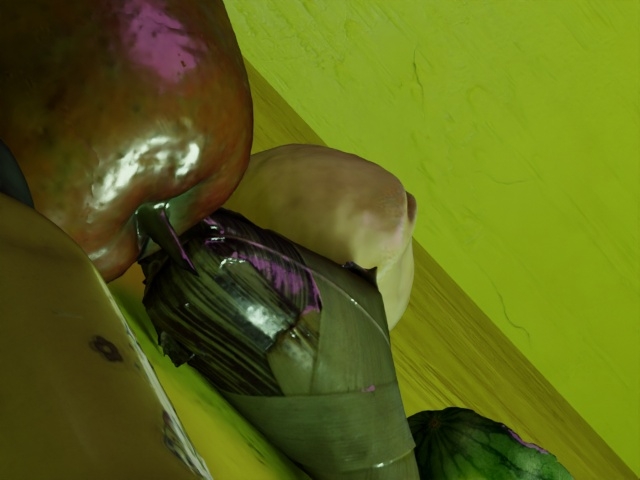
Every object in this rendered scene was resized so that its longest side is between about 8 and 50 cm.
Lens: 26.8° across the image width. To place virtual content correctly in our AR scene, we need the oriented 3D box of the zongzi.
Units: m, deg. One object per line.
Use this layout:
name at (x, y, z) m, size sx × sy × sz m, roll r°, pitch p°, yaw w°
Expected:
zongzi at (-0.017, 0.139, 1.185) m, size 0.289 × 0.154 × 0.317 m, roll 24°, pitch 34°, yaw -51°

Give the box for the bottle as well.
bottle at (-0.172, 0.066, 0.652) m, size 0.171 × 0.171 × 0.351 m, roll 37°, pitch 16°, yaw -53°

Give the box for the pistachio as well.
pistachio at (0.000, 0.000, 1.497) m, size 0.230 × 0.230 × 0.309 m, roll 46°, pitch 7°, yaw -23°

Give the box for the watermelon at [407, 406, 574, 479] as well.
watermelon at (0.171, 0.279, 1.446) m, size 0.204 × 0.127 × 0.232 m, roll 8°, pitch -33°, yaw 34°

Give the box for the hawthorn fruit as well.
hawthorn fruit at (-0.176, -0.088, 0.980) m, size 0.301 × 0.268 × 0.268 m, roll 57°, pitch 12°, yaw 24°
